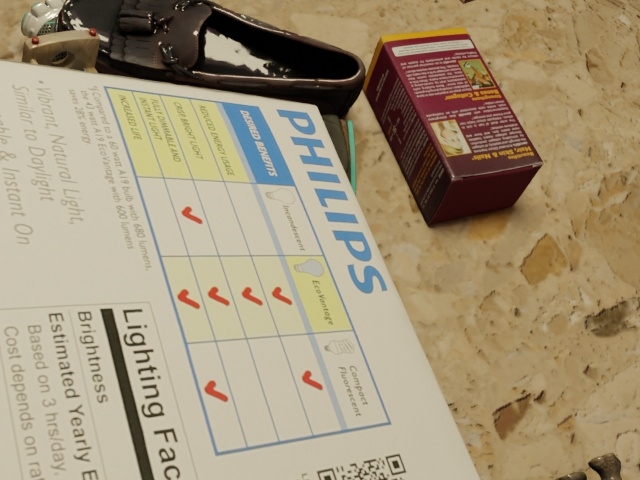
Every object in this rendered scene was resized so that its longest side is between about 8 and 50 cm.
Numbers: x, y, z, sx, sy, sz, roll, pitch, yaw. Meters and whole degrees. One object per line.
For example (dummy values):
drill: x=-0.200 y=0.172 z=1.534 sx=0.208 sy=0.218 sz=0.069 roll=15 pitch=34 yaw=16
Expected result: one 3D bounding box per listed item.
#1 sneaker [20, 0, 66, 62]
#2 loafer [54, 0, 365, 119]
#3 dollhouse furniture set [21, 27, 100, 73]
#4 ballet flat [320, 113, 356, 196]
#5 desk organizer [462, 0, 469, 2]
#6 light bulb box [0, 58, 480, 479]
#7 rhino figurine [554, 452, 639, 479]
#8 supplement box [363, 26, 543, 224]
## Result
sneaker: x=-0.217 y=-0.223 z=0.833 sx=0.166 sy=0.065 sz=0.076 roll=-32 pitch=87 yaw=-24
loafer: x=-0.100 y=-0.190 z=0.781 sx=0.303 sy=0.095 sz=0.109 roll=13 pitch=73 yaw=-15
dollhouse furniture set: x=-0.248 y=-0.074 z=0.660 sx=0.184 sy=0.129 sz=0.129 roll=-21 pitch=65 yaw=-37
ballet flat: x=0.000 y=0.000 z=0.724 sx=0.096 sy=0.095 sz=0.280 roll=-6 pitch=49 yaw=-5
desk organizer: x=0.222 y=-0.346 z=1.007 sx=0.130 sy=0.050 sz=0.047 roll=-25 pitch=67 yaw=-25
light bulb box: x=-0.140 y=0.098 z=0.481 sx=0.361 sy=0.225 sz=0.357 roll=1 pitch=56 yaw=-38
rhino figurine: x=0.235 y=0.229 z=0.640 sx=0.243 sy=0.073 sz=0.106 roll=-9 pitch=58 yaw=-16
supplement box: x=0.130 y=-0.121 z=0.827 sx=0.104 sy=0.080 sz=0.188 roll=-11 pitch=62 yaw=-20
